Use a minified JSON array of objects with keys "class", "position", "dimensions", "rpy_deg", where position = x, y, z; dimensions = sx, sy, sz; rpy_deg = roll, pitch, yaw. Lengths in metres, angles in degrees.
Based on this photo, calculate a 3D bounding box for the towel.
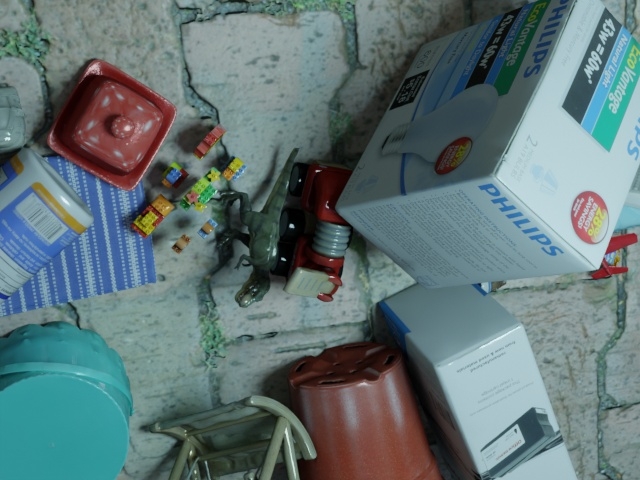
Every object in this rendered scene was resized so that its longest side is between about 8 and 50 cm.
[{"class":"towel","position":[-0.439,-0.012,1.738],"dimensions":[0.336,0.040,0.243],"rpy_deg":[-11,109,-14]}]

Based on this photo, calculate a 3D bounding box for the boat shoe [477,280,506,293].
[{"class":"boat shoe","position":[0.297,0.007,1.940],"dimensions":[0.066,0.066,0.183],"rpy_deg":[-14,122,-16]}]

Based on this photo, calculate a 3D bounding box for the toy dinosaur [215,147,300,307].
[{"class":"toy dinosaur","position":[-0.109,-0.025,1.781],"dimensions":[0.064,0.118,0.268],"rpy_deg":[22,80,-60]}]

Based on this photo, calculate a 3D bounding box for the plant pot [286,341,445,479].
[{"class":"plant pot","position":[0.066,0.330,1.888],"dimensions":[0.273,0.272,0.265],"rpy_deg":[-14,104,-11]}]

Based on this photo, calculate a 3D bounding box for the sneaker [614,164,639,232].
[{"class":"sneaker","position":[0.524,-0.071,1.961],"dimensions":[0.366,0.135,0.150],"rpy_deg":[10,140,-26]}]

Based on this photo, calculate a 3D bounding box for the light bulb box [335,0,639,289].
[{"class":"light bulb box","position":[0.269,-0.140,1.648],"dimensions":[0.225,0.361,0.357],"rpy_deg":[39,64,-24]}]

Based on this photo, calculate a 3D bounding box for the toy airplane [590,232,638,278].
[{"class":"toy airplane","position":[0.499,0.030,1.972],"dimensions":[0.151,0.028,0.151],"rpy_deg":[1,150,0]}]

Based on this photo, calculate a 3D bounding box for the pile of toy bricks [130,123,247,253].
[{"class":"pile of toy bricks","position":[-0.194,-0.074,1.714],"dimensions":[0.118,0.105,0.212],"rpy_deg":[41,85,-4]}]

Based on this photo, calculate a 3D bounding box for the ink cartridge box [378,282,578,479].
[{"class":"ink cartridge box","position":[0.278,0.283,1.904],"dimensions":[0.166,0.285,0.394],"rpy_deg":[-26,114,-7]}]

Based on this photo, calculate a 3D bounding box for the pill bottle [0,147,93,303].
[{"class":"pill bottle","position":[-0.483,0.004,1.626],"dimensions":[0.272,0.152,0.152],"rpy_deg":[-41,114,-2]}]

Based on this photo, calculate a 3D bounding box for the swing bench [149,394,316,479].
[{"class":"swing bench","position":[-0.148,0.407,1.803],"dimensions":[0.165,0.253,0.254],"rpy_deg":[25,56,-40]}]

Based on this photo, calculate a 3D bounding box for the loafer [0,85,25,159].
[{"class":"loafer","position":[-0.595,-0.170,1.606],"dimensions":[0.320,0.112,0.111],"rpy_deg":[-4,74,-14]}]

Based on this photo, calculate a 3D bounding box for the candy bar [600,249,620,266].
[{"class":"candy bar","position":[0.477,0.034,2.021],"dimensions":[0.162,0.018,0.040],"rpy_deg":[-2,109,-14]}]

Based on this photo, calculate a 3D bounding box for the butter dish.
[{"class":"butter dish","position":[-0.305,-0.172,1.658],"dimensions":[0.160,0.118,0.160],"rpy_deg":[31,86,-19]}]

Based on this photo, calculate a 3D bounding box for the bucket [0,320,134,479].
[{"class":"bucket","position":[-0.431,0.281,1.755],"dimensions":[0.281,0.183,0.281],"rpy_deg":[-5,110,-14]}]

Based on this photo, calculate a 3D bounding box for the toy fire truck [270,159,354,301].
[{"class":"toy fire truck","position":[0.000,0.000,1.746],"dimensions":[0.159,0.246,0.217],"rpy_deg":[10,106,-19]}]
